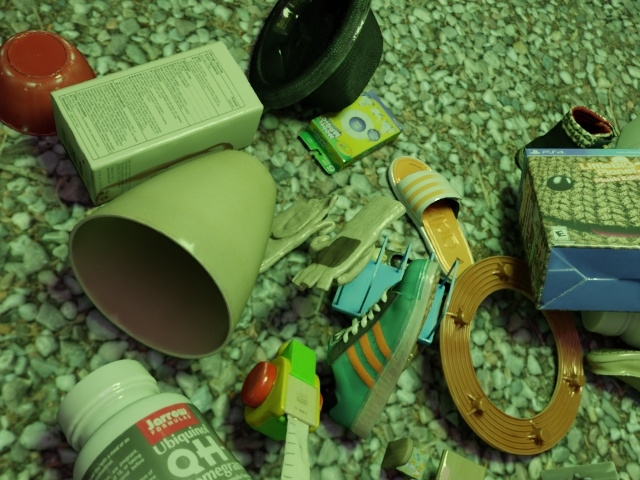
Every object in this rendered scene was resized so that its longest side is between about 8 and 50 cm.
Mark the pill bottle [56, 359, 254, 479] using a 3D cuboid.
[{"bbox_3d":[-0.194,0.306,0.802,0.176,0.176,0.318,-33,62,-27],"label":"pill bottle"}]

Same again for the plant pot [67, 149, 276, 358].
[{"bbox_3d":[-0.178,-0.011,0.953,0.256,0.256,0.274,35,45,-1],"label":"plant pot"}]

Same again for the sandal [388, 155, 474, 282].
[{"bbox_3d":[0.222,-0.053,1.172,0.101,0.076,0.265,-20,75,-24],"label":"sandal"}]

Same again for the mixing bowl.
[{"bbox_3d":[-0.454,-0.273,1.040,0.181,0.098,0.182,7,65,-14],"label":"mixing bowl"}]

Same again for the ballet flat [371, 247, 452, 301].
[{"bbox_3d":[0.165,0.054,1.122,0.173,0.049,0.058,25,65,-2],"label":"ballet flat"}]

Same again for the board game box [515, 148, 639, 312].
[{"bbox_3d":[0.480,-0.026,1.106,0.231,0.141,0.291,1,39,7],"label":"board game box"}]

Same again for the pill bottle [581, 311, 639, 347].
[{"bbox_3d":[0.637,0.126,1.159,0.282,0.160,0.161,10,64,3],"label":"pill bottle"}]

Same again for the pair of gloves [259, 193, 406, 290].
[{"bbox_3d":[0.000,0.000,1.018,0.204,0.240,0.042,-48,127,-26],"label":"pair of gloves"}]

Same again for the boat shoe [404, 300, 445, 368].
[{"bbox_3d":[0.149,0.160,1.069,0.064,0.060,0.178,35,54,15],"label":"boat shoe"}]

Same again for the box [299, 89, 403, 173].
[{"bbox_3d":[0.057,-0.204,1.205,0.179,0.043,0.105,-33,80,-25],"label":"box"}]

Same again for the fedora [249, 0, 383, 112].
[{"bbox_3d":[0.018,-0.355,1.166,0.152,0.334,0.334,31,57,-38],"label":"fedora"}]

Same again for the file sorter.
[{"bbox_3d":[0.122,0.067,1.028,0.170,0.105,0.118,20,51,4],"label":"file sorter"}]

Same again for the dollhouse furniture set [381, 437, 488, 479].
[{"bbox_3d":[0.184,0.425,0.907,0.212,0.161,0.242,27,62,-5],"label":"dollhouse furniture set"}]

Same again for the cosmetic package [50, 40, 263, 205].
[{"bbox_3d":[-0.264,-0.195,1.049,0.296,0.129,0.153,-25,76,-25],"label":"cosmetic package"}]

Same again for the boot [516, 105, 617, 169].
[{"bbox_3d":[0.520,-0.142,1.247,0.236,0.179,0.085,39,61,3],"label":"boot"}]

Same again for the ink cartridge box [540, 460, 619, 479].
[{"bbox_3d":[0.434,0.457,0.957,0.066,0.189,0.233,1,67,-18],"label":"ink cartridge box"}]

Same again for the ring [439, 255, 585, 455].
[{"bbox_3d":[0.339,0.188,1.084,0.336,0.032,0.337,10,70,-29],"label":"ring"}]

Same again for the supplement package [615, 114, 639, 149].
[{"bbox_3d":[0.700,-0.181,1.364,0.105,0.105,0.179,32,63,-2],"label":"supplement package"}]

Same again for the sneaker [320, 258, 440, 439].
[{"bbox_3d":[0.074,0.148,0.941,0.121,0.302,0.108,26,20,12],"label":"sneaker"}]

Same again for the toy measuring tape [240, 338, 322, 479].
[{"bbox_3d":[-0.059,0.263,0.881,0.121,0.121,0.330,18,30,-10],"label":"toy measuring tape"}]

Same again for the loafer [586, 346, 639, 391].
[{"bbox_3d":[0.607,0.250,1.151,0.268,0.102,0.092,10,84,-7],"label":"loafer"}]
